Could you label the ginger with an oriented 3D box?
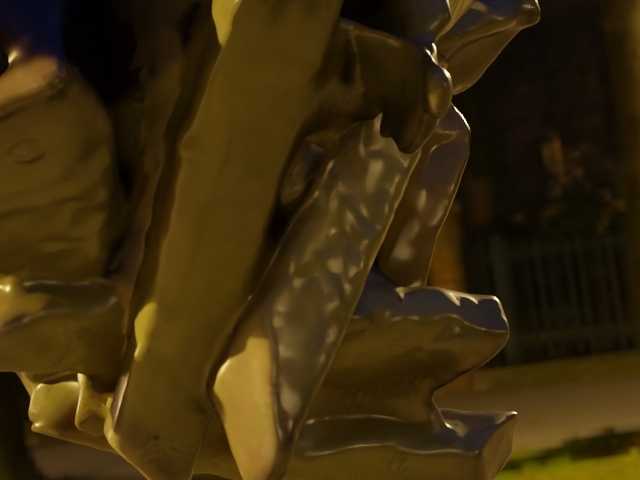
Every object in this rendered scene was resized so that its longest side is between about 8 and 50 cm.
[{"bbox_3d":[0.000,0.000,0.954,0.358,0.211,0.413,-38,-24,-3],"label":"ginger"}]
